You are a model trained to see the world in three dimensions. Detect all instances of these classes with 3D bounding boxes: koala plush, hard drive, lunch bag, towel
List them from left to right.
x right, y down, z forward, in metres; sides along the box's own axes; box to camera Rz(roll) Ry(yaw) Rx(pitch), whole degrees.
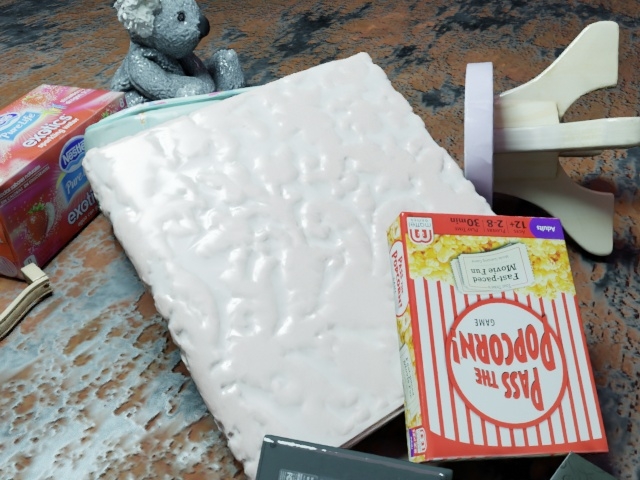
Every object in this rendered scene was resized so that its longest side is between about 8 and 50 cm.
[{"bbox_3d":[-0.243,-0.306,1.011,0.203,0.221,0.196,7,37,12],"label":"koala plush"},{"bbox_3d":[-0.125,-0.096,0.760,0.279,0.108,0.224,-13,1,-20],"label":"lunch bag"},{"bbox_3d":[0.000,0.000,0.591,0.316,0.053,0.332,-26,71,-22],"label":"towel"},{"bbox_3d":[0.018,0.194,0.449,0.135,0.022,0.094,7,74,12],"label":"hard drive"}]

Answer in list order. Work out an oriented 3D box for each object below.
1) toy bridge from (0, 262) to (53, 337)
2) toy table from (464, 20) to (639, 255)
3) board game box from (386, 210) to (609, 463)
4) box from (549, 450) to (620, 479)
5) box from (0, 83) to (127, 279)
[{"bbox_3d":[-0.353,0.087,0.643,0.063,0.026,0.188,30,46,33],"label":"toy bridge"},{"bbox_3d":[0.245,-0.109,0.732,0.160,0.252,0.274,0,17,13],"label":"toy table"},{"bbox_3d":[0.136,0.075,0.526,0.146,0.045,0.194,1,68,-13],"label":"board game box"},{"bbox_3d":[0.192,0.201,0.449,0.083,0.052,0.062,28,46,35],"label":"box"},{"bbox_3d":[-0.345,-0.083,0.792,0.128,0.123,0.257,9,37,15],"label":"box"}]
